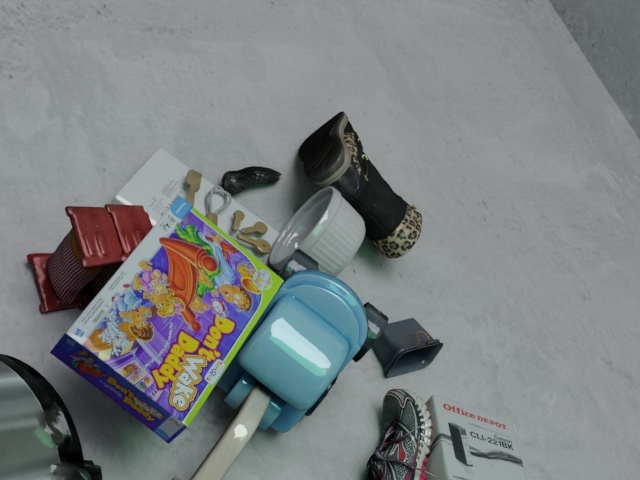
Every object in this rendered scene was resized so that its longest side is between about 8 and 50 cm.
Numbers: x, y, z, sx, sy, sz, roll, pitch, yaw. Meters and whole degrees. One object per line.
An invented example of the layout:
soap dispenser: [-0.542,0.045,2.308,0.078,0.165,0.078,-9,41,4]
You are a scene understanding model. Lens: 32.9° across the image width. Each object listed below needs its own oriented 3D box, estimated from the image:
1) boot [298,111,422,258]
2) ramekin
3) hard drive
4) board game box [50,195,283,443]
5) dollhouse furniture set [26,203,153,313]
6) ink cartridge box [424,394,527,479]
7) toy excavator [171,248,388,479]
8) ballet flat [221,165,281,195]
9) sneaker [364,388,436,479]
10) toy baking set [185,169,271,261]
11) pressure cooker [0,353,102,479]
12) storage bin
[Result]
boot: [0.093,-0.129,2.448,0.284,0.138,0.377,46,11,-17]
ramekin: [0.000,0.000,2.229,0.109,0.207,0.207,38,40,-15]
hard drive: [-0.250,-0.042,2.200,0.307,0.040,0.203,37,41,-4]
board game box: [-0.238,0.120,1.756,0.233,0.078,0.347,39,47,-7]
dollhouse furniture set: [-0.355,0.140,1.853,0.152,0.201,0.374,-4,64,-39]
ink cartridge box: [0.285,0.451,2.075,0.197,0.114,0.272,20,35,-21]
toy excavator: [-0.101,0.260,1.878,0.222,0.433,0.445,39,13,-1]
ballet flat: [-0.152,-0.131,2.359,0.057,0.049,0.173,26,25,37]
sneaker: [0.141,0.405,2.034,0.112,0.121,0.299,20,45,-19]
toy baking set: [-0.208,-0.026,2.167,0.256,0.030,0.197,44,38,4]
pressure cooker: [-0.512,0.322,1.402,0.370,0.375,0.420,49,20,19]
storage bin: [0.175,0.213,2.255,0.135,0.098,0.091,-10,50,-41]
